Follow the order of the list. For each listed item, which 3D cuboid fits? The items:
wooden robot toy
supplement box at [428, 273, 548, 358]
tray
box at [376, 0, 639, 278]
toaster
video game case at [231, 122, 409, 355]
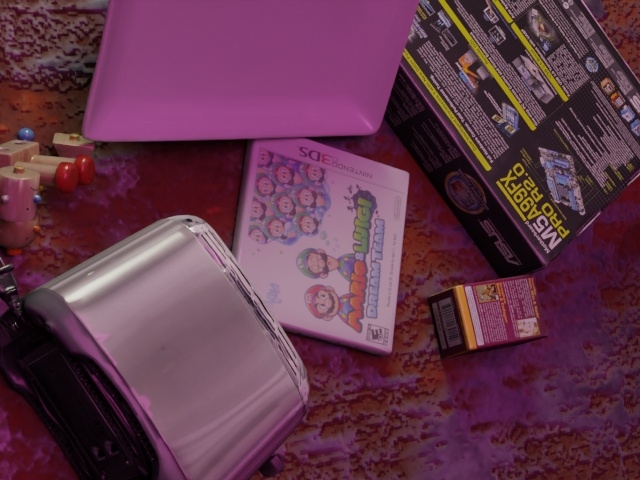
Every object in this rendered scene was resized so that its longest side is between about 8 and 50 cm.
[{"bbox_3d":[-0.203,-0.023,0.965,0.173,0.076,0.079,-39,140,-66],"label":"wooden robot toy"},{"bbox_3d":[0.137,0.062,1.160,0.083,0.043,0.055,-6,78,-31],"label":"supplement box"},{"bbox_3d":[-0.049,-0.145,1.057,0.270,0.145,0.030,-5,35,-36],"label":"tray"},{"bbox_3d":[0.161,-0.134,1.222,0.216,0.060,0.270,-41,97,-32],"label":"box"},{"bbox_3d":[-0.115,0.083,0.959,0.146,0.129,0.227,-36,93,-37],"label":"toaster"},{"bbox_3d":[0.000,0.000,1.112,0.143,0.019,0.157,17,68,-25],"label":"video game case"}]
